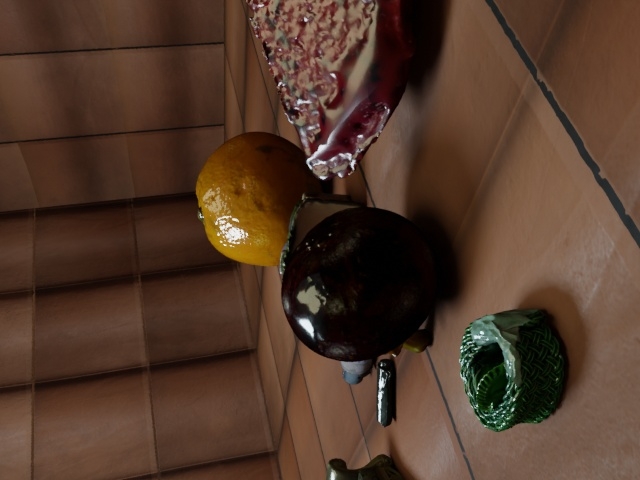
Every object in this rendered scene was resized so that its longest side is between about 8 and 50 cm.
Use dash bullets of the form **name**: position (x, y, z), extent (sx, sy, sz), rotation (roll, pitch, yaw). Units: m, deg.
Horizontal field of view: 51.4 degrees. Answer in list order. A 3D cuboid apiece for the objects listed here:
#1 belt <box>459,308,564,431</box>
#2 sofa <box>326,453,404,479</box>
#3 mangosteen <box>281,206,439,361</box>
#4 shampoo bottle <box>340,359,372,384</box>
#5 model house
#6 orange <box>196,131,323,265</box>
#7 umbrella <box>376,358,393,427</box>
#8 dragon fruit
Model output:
- **belt**: position (0.193, 0.137, 0.712), extent (0.151, 0.079, 0.121), rotation (105, 155, -57)
- **sofa**: position (0.064, 0.521, 1.174), extent (0.258, 0.181, 0.200), rotation (-137, 53, -73)
- **mangosteen**: position (0.072, 0.084, 0.964), extent (0.261, 0.235, 0.235), rotation (52, 180, -24)
- **shampoo bottle**: position (0.074, 0.199, 1.275), extent (0.214, 0.072, 0.072), rotation (96, 161, -44)
- **model house**: position (0.000, 0.000, 1.301), extent (0.172, 0.166, 0.183), rotation (-139, 55, -75)
- **orange**: position (-0.138, -0.093, 1.528), extent (0.312, 0.311, 0.312), rotation (173, 90, -77)
- **umbrella**: position (0.118, 0.277, 1.211), extent (0.036, 0.031, 0.133), rotation (18, 118, 46)
- **dragon fruit**: position (0.007, -0.254, 0.958), extent (0.302, 0.240, 0.330), rotation (-79, -6, -71)
